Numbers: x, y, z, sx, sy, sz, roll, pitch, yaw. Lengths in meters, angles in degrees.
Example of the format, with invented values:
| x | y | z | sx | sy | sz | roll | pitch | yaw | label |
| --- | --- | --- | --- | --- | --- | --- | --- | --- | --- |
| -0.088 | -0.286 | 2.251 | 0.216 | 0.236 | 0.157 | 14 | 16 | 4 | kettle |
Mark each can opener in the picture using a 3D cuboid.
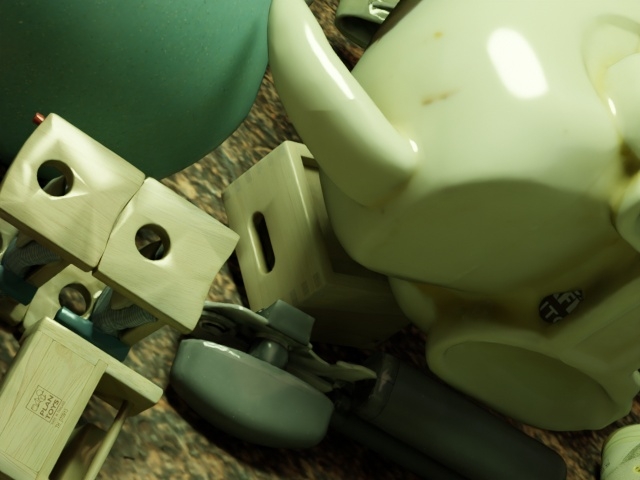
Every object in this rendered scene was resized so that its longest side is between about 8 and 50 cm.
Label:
| x | y | z | sx | sy | sz | roll | pitch | yaw | label |
| --- | --- | --- | --- | --- | --- | --- | --- | --- | --- |
| 0.027 | 0.123 | 1.168 | 0.283 | 0.076 | 0.095 | 31 | 63 | -22 | can opener |

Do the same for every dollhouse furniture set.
| x | y | z | sx | sy | sz | roll | pitch | yaw | label |
| --- | --- | --- | --- | --- | --- | --- | --- | --- | --- |
| -0.158 | 0.053 | 0.988 | 0.129 | 0.129 | 0.183 | 34 | 60 | -15 | dollhouse furniture set |

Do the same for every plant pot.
| x | y | z | sx | sy | sz | roll | pitch | yaw | label |
| --- | --- | --- | --- | --- | --- | --- | --- | --- | --- |
| -0.139 | -0.145 | 1.126 | 0.290 | 0.290 | 0.195 | -84 | 154 | -55 | plant pot |

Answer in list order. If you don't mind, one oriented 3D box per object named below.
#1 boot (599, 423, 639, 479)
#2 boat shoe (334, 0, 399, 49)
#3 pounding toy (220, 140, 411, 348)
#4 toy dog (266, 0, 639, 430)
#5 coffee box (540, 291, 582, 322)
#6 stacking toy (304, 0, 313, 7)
| x | y | z | sx | sy | sz | roll | pitch | yaw | label |
| --- | --- | --- | --- | --- | --- | --- | --- | --- | --- |
| 0.295 | 0.193 | 1.283 | 0.165 | 0.213 | 0.077 | -64 | 147 | -58 | boot |
| 0.153 | -0.145 | 1.479 | 0.302 | 0.109 | 0.094 | 25 | 69 | 6 | boat shoe |
| 0.000 | 0.000 | 1.266 | 0.130 | 0.100 | 0.141 | 11 | 53 | -43 | pounding toy |
| 0.123 | -0.130 | 1.218 | 0.395 | 0.284 | 0.408 | 16 | 51 | -21 | toy dog |
| 0.213 | 0.012 | 1.471 | 0.168 | 0.119 | 0.297 | 49 | 29 | 9 | coffee box |
| -0.031 | -0.359 | 1.553 | 0.350 | 0.350 | 0.480 | 32 | 49 | -20 | stacking toy |
